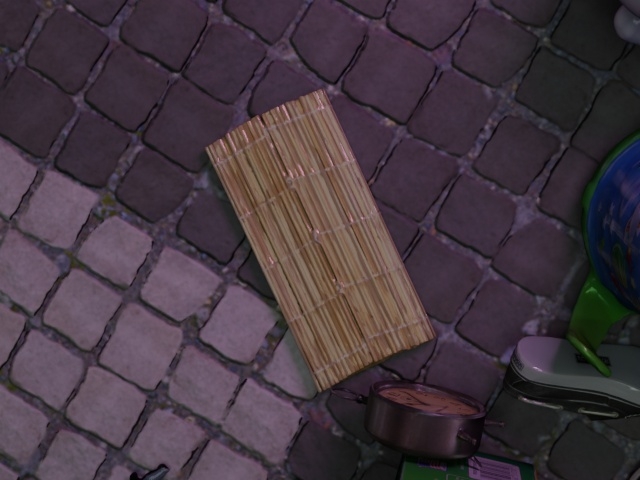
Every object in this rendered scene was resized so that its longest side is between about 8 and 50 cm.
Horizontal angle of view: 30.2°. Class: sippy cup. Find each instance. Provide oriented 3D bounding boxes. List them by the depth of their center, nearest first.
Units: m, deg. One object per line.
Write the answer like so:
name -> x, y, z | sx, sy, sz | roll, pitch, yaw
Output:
sippy cup -> 0.389, 0.004, 1.189 | 0.240, 0.224, 0.306 | 10, 106, 4

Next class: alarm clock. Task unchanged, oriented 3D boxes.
alarm clock -> 0.096, 0.193, 1.305 | 0.192, 0.129, 0.064 | 17, 99, 25

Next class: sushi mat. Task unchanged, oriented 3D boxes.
sushi mat -> 0.000, 0.000, 1.346 | 0.151, 0.019, 0.317 | -24, 92, 8

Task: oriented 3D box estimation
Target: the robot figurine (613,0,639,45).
robot figurine -> 0.416, -0.274, 1.129 | 0.353, 0.200, 0.300 | 17, 141, -20

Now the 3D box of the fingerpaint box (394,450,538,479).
fingerpaint box -> 0.107, 0.433, 1.160 | 0.163, 0.445, 0.371 | 12, 96, 6

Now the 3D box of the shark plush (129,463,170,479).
shark plush -> -0.235, 0.328, 1.397 | 0.067, 0.073, 0.161 | 39, 76, -18

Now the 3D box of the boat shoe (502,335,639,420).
boat shoe -> 0.311, 0.159, 1.309 | 0.219, 0.078, 0.070 | 12, 129, -4

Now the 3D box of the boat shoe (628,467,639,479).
boat shoe -> 0.384, 0.246, 1.304 | 0.046, 0.038, 0.125 | 24, 112, -25
